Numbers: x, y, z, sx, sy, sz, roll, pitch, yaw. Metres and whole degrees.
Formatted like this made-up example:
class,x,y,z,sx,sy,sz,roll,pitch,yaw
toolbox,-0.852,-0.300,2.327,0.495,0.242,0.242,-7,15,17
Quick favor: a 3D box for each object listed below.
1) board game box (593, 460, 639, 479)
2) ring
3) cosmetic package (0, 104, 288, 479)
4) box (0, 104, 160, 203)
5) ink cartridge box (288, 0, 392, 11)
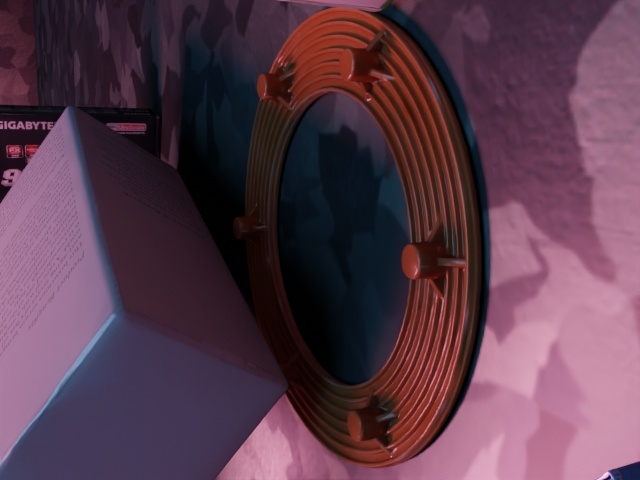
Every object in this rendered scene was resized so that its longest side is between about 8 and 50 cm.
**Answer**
class,x,y,z,sx,sy,sz,roll,pitch,yaw
board game box,0.115,0.213,0.340,0.211,0.039,0.160,-57,45,51
ring,0.000,0.000,0.541,0.336,0.032,0.337,19,111,62
cosmetic package,-0.221,0.061,0.706,0.230,0.161,0.453,-51,33,10
box,-0.329,-0.087,0.962,0.051,0.220,0.175,-138,50,-57
ink cartridge box,0.011,-0.304,0.372,0.211,0.121,0.289,-31,66,60
